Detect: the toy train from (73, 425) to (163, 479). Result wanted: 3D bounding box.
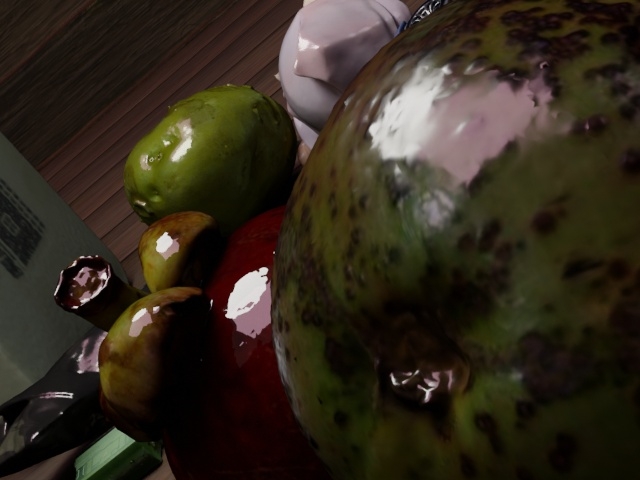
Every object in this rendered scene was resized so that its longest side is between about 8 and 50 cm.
[{"bbox_3d":[-0.177,0.191,1.104,0.093,0.038,0.056,-38,21,11],"label":"toy train"}]

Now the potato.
[{"bbox_3d":[-0.117,-0.084,1.367,0.186,0.148,0.253,-62,-7,3],"label":"potato"}]

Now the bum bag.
[{"bbox_3d":[-0.187,0.110,1.221,0.340,0.095,0.144,-41,13,-28],"label":"bum bag"}]

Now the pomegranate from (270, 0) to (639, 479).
[{"bbox_3d":[0.151,0.009,0.568,0.340,0.285,0.285,-17,0,-39],"label":"pomegranate"}]

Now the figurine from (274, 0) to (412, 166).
[{"bbox_3d":[0.023,-0.153,1.253,0.133,0.200,0.276,-29,-12,-9],"label":"figurine"}]

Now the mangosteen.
[{"bbox_3d":[-0.031,0.071,0.735,0.215,0.257,0.215,-48,32,44],"label":"mangosteen"}]

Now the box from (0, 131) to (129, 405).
[{"bbox_3d":[-0.376,0.011,1.391,0.090,0.367,0.373,-35,19,16],"label":"box"}]

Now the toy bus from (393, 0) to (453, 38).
[{"bbox_3d":[0.171,-0.137,0.998,0.292,0.125,0.133,-11,44,53],"label":"toy bus"}]
